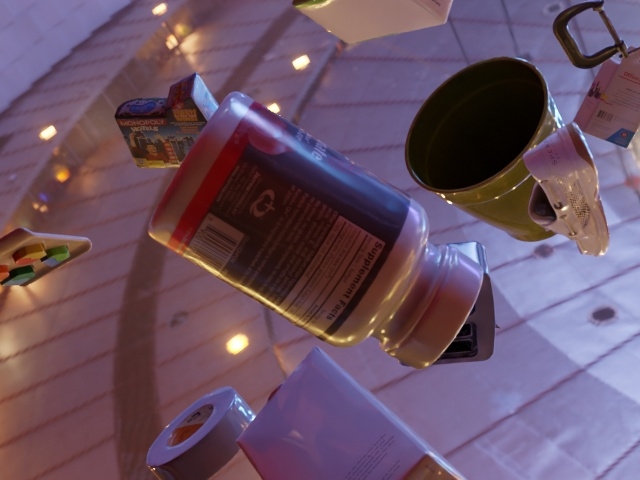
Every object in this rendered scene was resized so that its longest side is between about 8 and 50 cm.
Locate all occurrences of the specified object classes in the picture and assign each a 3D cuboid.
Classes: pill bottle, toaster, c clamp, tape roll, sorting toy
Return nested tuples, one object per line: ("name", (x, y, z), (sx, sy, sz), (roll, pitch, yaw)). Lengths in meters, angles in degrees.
("pill bottle", (0.000, 0.000, 0.977), (0.176, 0.318, 0.176), (-57, -173, 10))
("toaster", (0.191, 0.098, 1.467), (0.185, 0.168, 0.110), (-5, -153, 4))
("c clamp", (0.480, -0.358, 1.628), (0.137, 0.160, 0.022), (-30, -140, 28))
("tape roll", (-0.230, 0.381, 1.825), (0.219, 0.072, 0.219), (-34, -166, 10))
("sorting toy", (-0.559, 0.041, 1.780), (0.193, 0.208, 0.038), (-28, -106, 16))

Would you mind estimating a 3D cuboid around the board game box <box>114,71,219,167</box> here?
("board game box", (-0.247, -0.206, 1.642), (0.194, 0.194, 0.060), (1, -124, 7))

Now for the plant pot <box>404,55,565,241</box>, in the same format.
("plant pot", (0.445, -0.177, 2.232), (0.366, 0.353, 0.367), (-24, -134, 28))

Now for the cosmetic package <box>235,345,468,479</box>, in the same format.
("cosmetic package", (0.046, 0.315, 1.299), (0.197, 0.155, 0.365), (-50, -154, -2))

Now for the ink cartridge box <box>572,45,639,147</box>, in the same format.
("ink cartridge box", (0.577, -0.282, 1.815), (0.061, 0.104, 0.181), (-107, -143, -62))

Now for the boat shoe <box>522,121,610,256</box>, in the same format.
("boat shoe", (0.329, -0.056, 1.290), (0.096, 0.277, 0.098), (-22, -128, 11))

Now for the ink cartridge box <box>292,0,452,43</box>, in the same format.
("ink cartridge box", (0.099, -0.412, 1.225), (0.198, 0.114, 0.273), (2, -110, 53))
